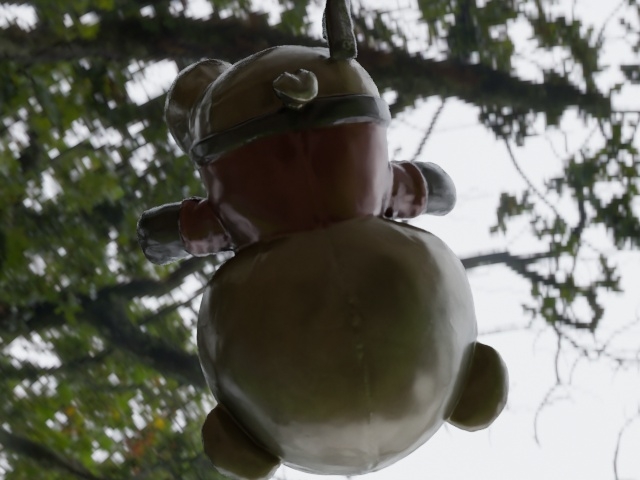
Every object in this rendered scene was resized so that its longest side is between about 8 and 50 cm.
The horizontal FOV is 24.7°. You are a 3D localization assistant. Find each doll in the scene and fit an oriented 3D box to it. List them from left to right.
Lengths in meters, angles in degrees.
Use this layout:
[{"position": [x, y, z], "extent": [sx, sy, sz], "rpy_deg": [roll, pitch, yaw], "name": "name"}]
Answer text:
[{"position": [0.000, 0.000, 1.027], "extent": [0.235, 0.174, 0.330], "rpy_deg": [-12, -102, -15], "name": "doll"}]
